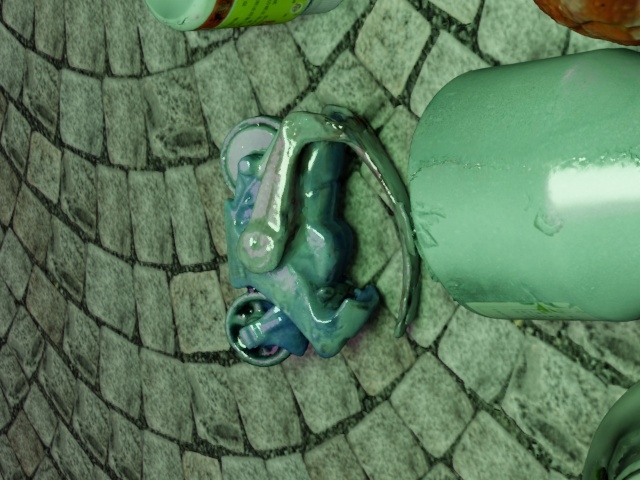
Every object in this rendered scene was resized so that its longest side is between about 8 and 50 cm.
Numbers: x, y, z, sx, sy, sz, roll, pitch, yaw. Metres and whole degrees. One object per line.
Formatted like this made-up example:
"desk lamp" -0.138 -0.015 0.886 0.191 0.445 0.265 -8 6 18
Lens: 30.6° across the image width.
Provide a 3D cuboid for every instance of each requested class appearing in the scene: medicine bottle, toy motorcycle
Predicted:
"medicine bottle" 0.258 -0.049 1.014 0.290 0.245 0.245 -3 99 49
"medicine bottle" -0.083 -0.313 1.331 0.139 0.225 0.139 16 113 44
"toy motorcycle" -0.012 0.005 1.374 0.241 0.182 0.319 11 107 46

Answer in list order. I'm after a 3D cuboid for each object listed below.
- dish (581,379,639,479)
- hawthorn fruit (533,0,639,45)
"dish" 0.360 0.277 1.083 0.324 0.124 0.324 15 111 45
"hawthorn fruit" 0.258 -0.270 0.990 0.271 0.241 0.242 146 107 -80
